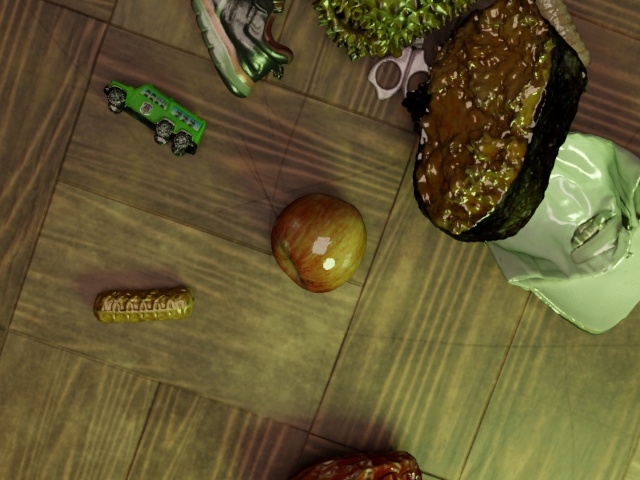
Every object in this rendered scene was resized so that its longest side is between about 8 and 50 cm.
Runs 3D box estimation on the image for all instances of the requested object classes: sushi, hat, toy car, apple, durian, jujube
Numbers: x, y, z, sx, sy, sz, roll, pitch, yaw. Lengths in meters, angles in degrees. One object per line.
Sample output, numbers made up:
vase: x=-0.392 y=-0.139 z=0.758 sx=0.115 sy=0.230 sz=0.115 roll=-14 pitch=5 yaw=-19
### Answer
sushi: x=0.226 y=-0.171 z=1.691 sx=0.234 sy=0.207 sz=0.348 roll=14 pitch=84 yaw=29
hat: x=0.411 y=-0.012 z=1.782 sx=0.258 sy=0.168 sz=0.301 roll=-40 pitch=121 yaw=15
toy car: x=-0.248 y=-0.191 z=1.772 sx=0.165 sy=0.071 sz=0.062 roll=34 pitch=80 yaw=-5
apple: x=0.000 y=0.000 z=1.762 sx=0.131 sy=0.146 sz=0.146 roll=-43 pitch=96 yaw=-16
durian: x=0.105 y=-0.392 z=1.661 sx=0.258 sy=0.293 sz=0.258 roll=15 pitch=61 yaw=-29
jujube: x=0.046 y=0.405 z=1.814 sx=0.236 sy=0.168 sz=0.168 roll=-24 pitch=97 yaw=-13

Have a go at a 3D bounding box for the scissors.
scissors: x=0.146 y=-0.307 z=1.787 sx=0.110 sy=0.021 sz=0.212 roll=17 pitch=96 yaw=0

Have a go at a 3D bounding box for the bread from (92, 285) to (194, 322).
bread: x=-0.272 y=0.099 z=1.817 sx=0.157 sy=0.044 sz=0.052 roll=-3 pitch=94 yaw=-1

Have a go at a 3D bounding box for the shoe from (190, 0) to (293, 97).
shoe: x=-0.118 y=-0.361 z=1.728 sx=0.137 sy=0.114 sz=0.291 roll=-18 pitch=99 yaw=6

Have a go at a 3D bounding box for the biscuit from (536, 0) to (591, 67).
biscuit: x=0.337 y=-0.350 z=1.768 sx=0.061 sy=0.055 sz=0.219 roll=-28 pitch=96 yaw=8
